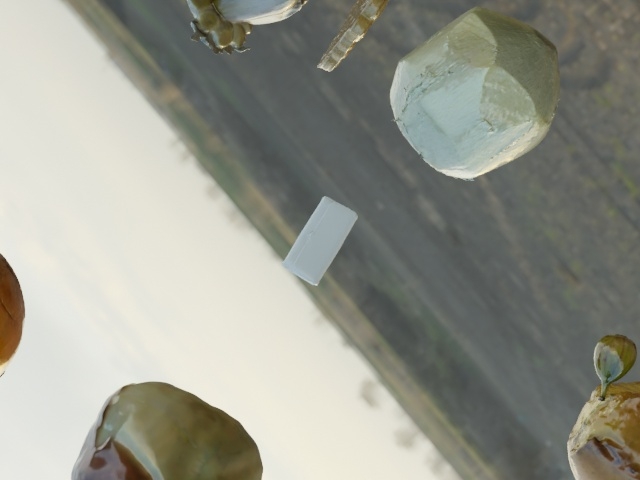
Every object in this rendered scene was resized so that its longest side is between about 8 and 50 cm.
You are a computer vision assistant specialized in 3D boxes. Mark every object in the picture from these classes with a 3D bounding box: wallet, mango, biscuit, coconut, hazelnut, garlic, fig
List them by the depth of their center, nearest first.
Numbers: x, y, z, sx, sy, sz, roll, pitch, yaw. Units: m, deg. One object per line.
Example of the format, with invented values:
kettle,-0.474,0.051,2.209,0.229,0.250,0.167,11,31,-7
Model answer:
fig,0.339,0.149,1.722,0.050,0.083,0.050,19,168,4
garlic,-0.078,-0.294,1.725,0.207,0.207,0.256,51,-171,-47
mango,0.477,0.274,1.814,0.350,0.201,0.199,20,145,-4
hazelnut,-0.203,0.310,1.930,0.261,0.261,0.241,50,162,-8
biscuit,0.073,-0.333,2.047,0.035,0.250,0.162,29,-152,-12
wallet,0.000,0.000,2.146,0.061,0.122,0.025,31,173,2
coconut,0.246,-0.227,2.234,0.245,0.247,0.245,45,-158,-24

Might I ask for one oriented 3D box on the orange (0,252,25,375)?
orange,-0.498,0.098,1.900,0.240,0.240,0.240,50,179,1
